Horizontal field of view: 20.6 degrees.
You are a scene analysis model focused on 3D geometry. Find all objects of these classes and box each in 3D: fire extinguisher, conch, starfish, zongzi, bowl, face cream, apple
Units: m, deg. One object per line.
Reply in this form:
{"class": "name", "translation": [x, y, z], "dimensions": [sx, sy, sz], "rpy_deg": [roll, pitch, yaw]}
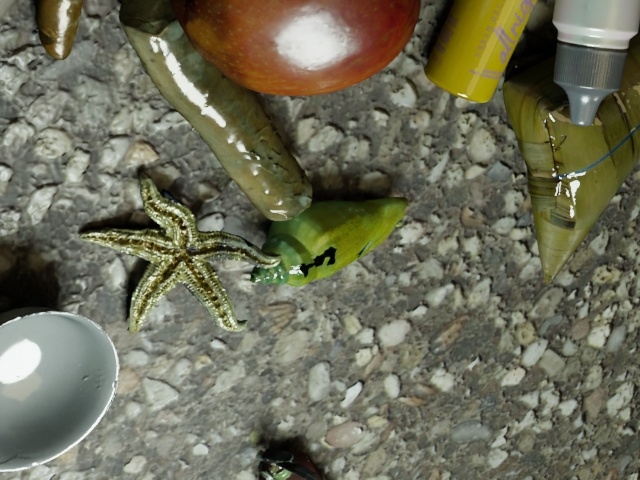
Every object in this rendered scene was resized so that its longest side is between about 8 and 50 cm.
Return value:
{"class": "fire extinguisher", "translation": [-0.011, 0.303, 2.060], "dimensions": [0.071, 0.099, 0.231], "rpy_deg": [-55, 140, -21]}
{"class": "conch", "translation": [0.001, 0.002, 1.873], "dimensions": [0.201, 0.079, 0.095], "rpy_deg": [-9, 149, -38]}
{"class": "starfish", "translation": [-0.151, 0.031, 1.791], "dimensions": [0.208, 0.053, 0.176], "rpy_deg": [34, 111, -19]}
{"class": "zongzi", "translation": [0.341, -0.111, 1.983], "dimensions": [0.260, 0.123, 0.289], "rpy_deg": [-28, 129, -13]}
{"class": "bowl", "translation": [-0.302, 0.129, 1.737], "dimensions": [0.189, 0.086, 0.189], "rpy_deg": [-19, 128, -25]}
{"class": "face cream", "translation": [0.287, -0.271, 1.799], "dimensions": [0.092, 0.092, 0.311], "rpy_deg": [1, 102, -36]}
{"class": "apple", "translation": [-0.027, -0.243, 1.581], "dimensions": [0.230, 0.230, 0.230], "rpy_deg": [-19, 130, -24]}
{"class": "face cream", "translation": [0.194, -0.277, 1.799], "dimensions": [0.078, 0.078, 0.273], "rpy_deg": [7, 116, -38]}

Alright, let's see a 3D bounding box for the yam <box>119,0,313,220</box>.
{"class": "yam", "translation": [-0.098, -0.127, 1.709], "dimensions": [0.071, 0.067, 0.317], "rpy_deg": [-60, 140, -22]}

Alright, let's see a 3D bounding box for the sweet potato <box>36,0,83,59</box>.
{"class": "sweet potato", "translation": [-0.217, -0.305, 1.495], "dimensions": [0.108, 0.079, 0.346], "rpy_deg": [-6, 131, 3]}
